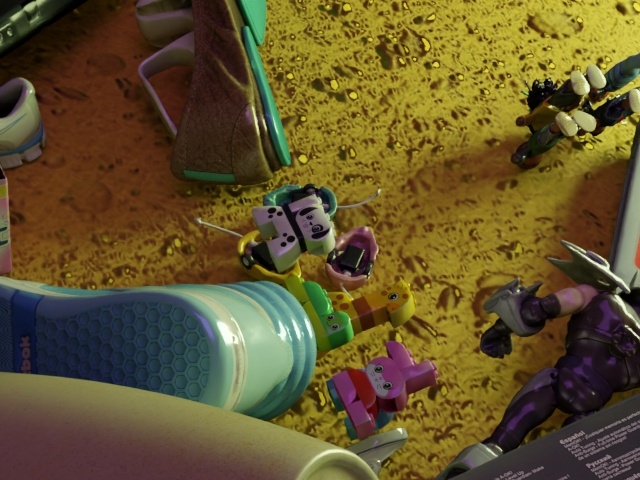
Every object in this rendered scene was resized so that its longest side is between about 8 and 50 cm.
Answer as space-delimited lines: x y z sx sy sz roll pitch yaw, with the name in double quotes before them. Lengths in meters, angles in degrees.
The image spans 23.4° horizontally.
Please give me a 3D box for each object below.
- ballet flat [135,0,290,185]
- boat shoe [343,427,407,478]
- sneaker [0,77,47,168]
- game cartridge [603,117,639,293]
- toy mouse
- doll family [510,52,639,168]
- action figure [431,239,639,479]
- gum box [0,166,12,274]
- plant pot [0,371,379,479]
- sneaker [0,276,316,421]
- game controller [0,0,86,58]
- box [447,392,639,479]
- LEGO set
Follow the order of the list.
"ballet flat" -0.105 -0.178 1.406 0.124 0.116 0.342 -13 52 6
"boat shoe" 0.026 0.169 1.140 0.100 0.035 0.035 -20 82 -32
"sneaker" -0.319 -0.088 1.291 0.191 0.083 0.071 -27 58 -28
"game cartridge" 0.347 0.014 1.318 0.196 0.060 0.294 18 47 3
"toy mouse" 0.000 0.000 1.290 0.161 0.031 0.143 36 53 23
"doll family" 0.242 -0.124 1.403 0.193 0.111 0.076 -18 79 -25
"action figure" 0.181 0.121 1.146 0.185 0.099 0.285 38 59 9
"gum box" -0.338 -0.005 1.192 0.188 0.107 0.062 -18 53 -23
"plant pot" -0.103 0.189 0.870 0.274 0.256 0.256 -9 38 32
"sneaker" -0.148 0.087 1.143 0.319 0.127 0.208 4 2 32
"game controller" -0.308 -0.222 1.408 0.166 0.067 0.319 6 33 31
"box" 0.089 0.255 0.794 0.395 0.318 0.097 -20 43 -26
"LEGO set" 0.034 0.061 1.178 0.093 0.087 0.227 -22 50 -7
